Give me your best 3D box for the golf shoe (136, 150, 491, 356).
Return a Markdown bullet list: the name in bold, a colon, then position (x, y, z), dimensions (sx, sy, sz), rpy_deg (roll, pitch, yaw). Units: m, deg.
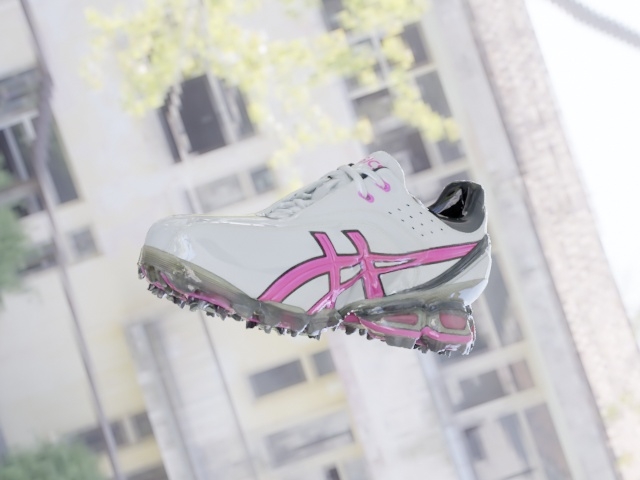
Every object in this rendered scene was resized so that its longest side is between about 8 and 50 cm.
- **golf shoe**: position (0.000, 0.000, 0.726), dimensions (0.186, 0.067, 0.086), rpy_deg (8, 95, -44)
